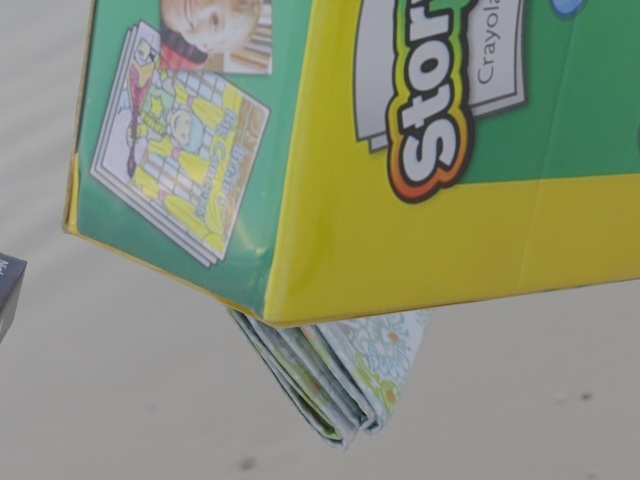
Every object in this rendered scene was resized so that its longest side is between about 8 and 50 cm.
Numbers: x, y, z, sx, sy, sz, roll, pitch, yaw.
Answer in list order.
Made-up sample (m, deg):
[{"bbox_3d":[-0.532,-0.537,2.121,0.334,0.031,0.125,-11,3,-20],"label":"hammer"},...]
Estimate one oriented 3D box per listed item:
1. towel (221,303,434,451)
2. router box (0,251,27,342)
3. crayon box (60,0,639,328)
[{"bbox_3d":[0.000,0.000,1.939,0.090,0.320,0.374,-22,23,30],"label":"towel"},{"bbox_3d":[-0.422,0.089,1.577,0.243,0.081,0.309,20,35,-1],"label":"router box"},{"bbox_3d":[0.093,-0.170,0.566,0.313,0.363,0.106,-4,20,-43],"label":"crayon box"}]
